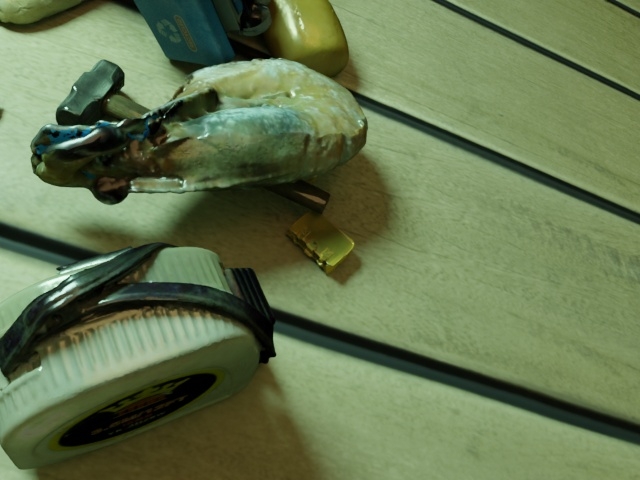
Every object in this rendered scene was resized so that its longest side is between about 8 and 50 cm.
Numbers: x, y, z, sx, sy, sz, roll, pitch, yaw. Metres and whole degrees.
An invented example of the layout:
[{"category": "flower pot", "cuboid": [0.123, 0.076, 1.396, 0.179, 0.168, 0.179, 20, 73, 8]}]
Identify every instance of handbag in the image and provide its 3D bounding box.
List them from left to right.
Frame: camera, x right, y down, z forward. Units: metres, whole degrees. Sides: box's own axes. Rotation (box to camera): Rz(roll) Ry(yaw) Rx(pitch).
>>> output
[{"category": "handbag", "cuboid": [0.000, 0.000, 0.740, 0.083, 0.027, 0.061, 41, 54, 8]}]

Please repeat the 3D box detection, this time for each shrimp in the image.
[{"category": "shrimp", "cuboid": [-0.123, -0.148, 0.674, 0.445, 0.110, 0.221, -21, 65, -36]}]

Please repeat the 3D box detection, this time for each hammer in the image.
[{"category": "hammer", "cuboid": [-0.157, -0.125, 0.722, 0.365, 0.043, 0.111, 24, 52, -6]}]

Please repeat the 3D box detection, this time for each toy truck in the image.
[{"category": "toy truck", "cuboid": [-0.170, -0.433, 0.825, 0.175, 0.146, 0.367, -7, 56, 9]}]

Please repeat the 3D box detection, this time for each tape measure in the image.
[{"category": "tape measure", "cuboid": [-0.149, 0.085, 0.488, 0.271, 0.231, 0.133, -13, 64, -30]}]

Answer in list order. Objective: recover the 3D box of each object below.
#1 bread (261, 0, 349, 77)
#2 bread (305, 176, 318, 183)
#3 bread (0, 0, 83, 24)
[{"category": "bread", "cuboid": [-0.035, -0.376, 0.916, 0.147, 0.098, 0.217, -18, 68, -29]}, {"category": "bread", "cuboid": [-0.047, -0.125, 0.796, 0.110, 0.024, 0.110, 11, 58, -18]}, {"category": "bread", "cuboid": [-0.384, -0.377, 0.781, 0.073, 0.053, 0.214, 36, 53, 4]}]
